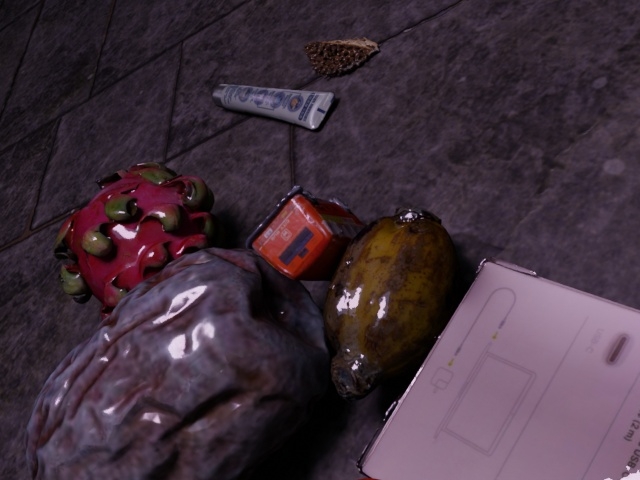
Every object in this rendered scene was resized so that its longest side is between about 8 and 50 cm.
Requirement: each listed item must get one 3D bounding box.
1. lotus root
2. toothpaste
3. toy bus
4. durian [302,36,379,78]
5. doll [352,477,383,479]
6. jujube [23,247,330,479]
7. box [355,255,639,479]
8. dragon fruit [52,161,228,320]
[{"bbox_3d":[0.067,0.059,0.684,0.120,0.120,0.209,2,56,40],"label":"lotus root"},{"bbox_3d":[-0.075,-0.202,1.063,0.239,0.039,0.062,18,74,44],"label":"toothpaste"},{"bbox_3d":[0.000,0.000,0.751,0.077,0.174,0.079,45,102,19],"label":"toy bus"},{"bbox_3d":[0.024,-0.264,1.043,0.130,0.052,0.066,12,28,41],"label":"durian"},{"bbox_3d":[0.062,0.280,0.475,0.143,0.076,0.244,-1,91,27],"label":"doll"},{"bbox_3d":[-0.142,0.152,0.711,0.317,0.226,0.226,-43,41,11],"label":"jujube"},{"bbox_3d":[0.183,0.148,0.522,0.252,0.106,0.203,20,72,47],"label":"box"},{"bbox_3d":[-0.214,-0.003,0.920,0.218,0.198,0.272,-58,9,31],"label":"dragon fruit"}]
